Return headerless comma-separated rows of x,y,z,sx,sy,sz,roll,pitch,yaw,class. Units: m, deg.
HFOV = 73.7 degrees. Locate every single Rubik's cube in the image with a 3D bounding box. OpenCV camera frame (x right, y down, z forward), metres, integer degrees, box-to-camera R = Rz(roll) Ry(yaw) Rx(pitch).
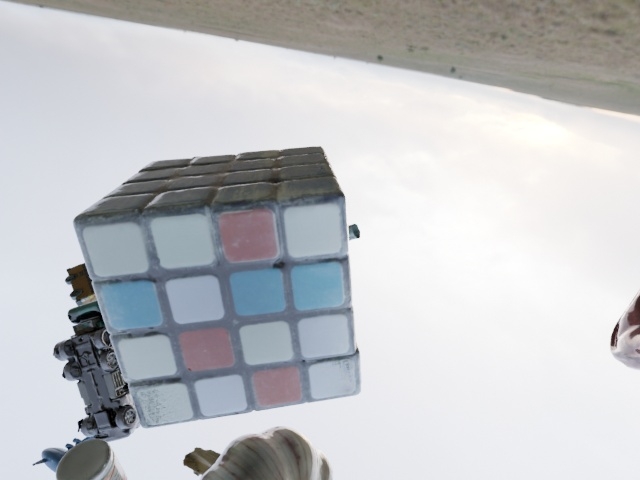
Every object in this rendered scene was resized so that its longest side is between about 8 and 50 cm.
-0.099,0.035,0.538,0.257,0.253,0.259,-6,-159,-3,Rubik's cube

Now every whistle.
0.000,0.000,1.603,0.312,0.062,0.062,-14,-170,30,whistle

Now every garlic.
-0.125,0.399,0.669,0.253,0.244,0.245,10,-161,37,garlic

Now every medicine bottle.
-0.249,0.271,0.477,0.057,0.089,0.057,-3,-149,2,medicine bottle

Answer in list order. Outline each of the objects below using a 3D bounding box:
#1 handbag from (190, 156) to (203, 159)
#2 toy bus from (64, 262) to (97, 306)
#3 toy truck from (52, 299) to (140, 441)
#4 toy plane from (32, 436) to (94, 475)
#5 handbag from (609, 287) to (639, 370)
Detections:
-0.232,-0.118,1.063,0.239,0.089,0.326,2,-152,-5,handbag
-0.648,0.133,1.210,0.103,0.091,0.182,-29,-139,-22,toy bus
-0.402,0.238,0.810,0.114,0.253,0.124,-18,180,17,toy truck
-0.737,0.682,1.271,0.272,0.253,0.105,13,178,14,toy plane
0.290,0.060,0.240,0.135,0.146,0.225,40,178,13,handbag
